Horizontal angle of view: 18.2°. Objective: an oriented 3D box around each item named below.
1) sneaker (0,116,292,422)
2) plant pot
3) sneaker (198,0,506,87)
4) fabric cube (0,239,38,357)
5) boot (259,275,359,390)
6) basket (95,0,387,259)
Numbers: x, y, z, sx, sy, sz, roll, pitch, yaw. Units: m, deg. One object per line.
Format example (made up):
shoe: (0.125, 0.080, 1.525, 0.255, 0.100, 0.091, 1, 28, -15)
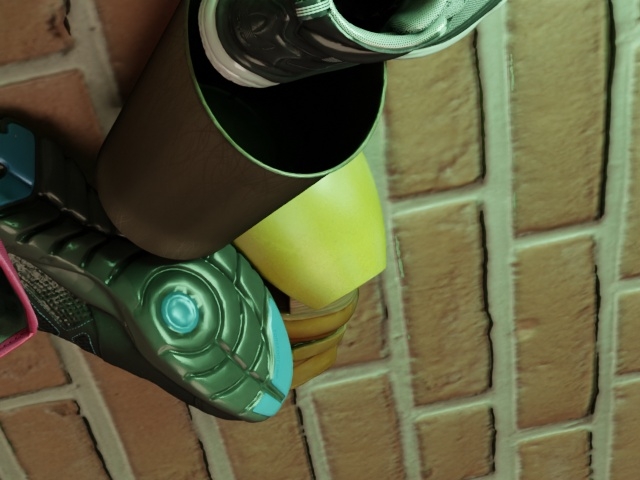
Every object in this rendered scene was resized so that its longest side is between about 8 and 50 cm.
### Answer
sneaker: (-0.172, 0.034, 1.602, 0.341, 0.125, 0.139, 38, 143, -11)
plant pot: (0.000, 0.000, 1.631, 0.134, 0.095, 0.134, -31, -179, 0)
sneaker: (0.062, -0.170, 1.336, 0.268, 0.101, 0.153, -20, -172, -31)
fabric cube: (-0.373, -0.031, 1.294, 0.259, 0.258, 0.254, -30, 135, -2)
boot: (-0.106, 0.069, 1.774, 0.283, 0.109, 0.220, -13, 152, -11)
basket: (-0.070, -0.090, 1.472, 0.154, 0.204, 0.227, 11, 152, -23)
